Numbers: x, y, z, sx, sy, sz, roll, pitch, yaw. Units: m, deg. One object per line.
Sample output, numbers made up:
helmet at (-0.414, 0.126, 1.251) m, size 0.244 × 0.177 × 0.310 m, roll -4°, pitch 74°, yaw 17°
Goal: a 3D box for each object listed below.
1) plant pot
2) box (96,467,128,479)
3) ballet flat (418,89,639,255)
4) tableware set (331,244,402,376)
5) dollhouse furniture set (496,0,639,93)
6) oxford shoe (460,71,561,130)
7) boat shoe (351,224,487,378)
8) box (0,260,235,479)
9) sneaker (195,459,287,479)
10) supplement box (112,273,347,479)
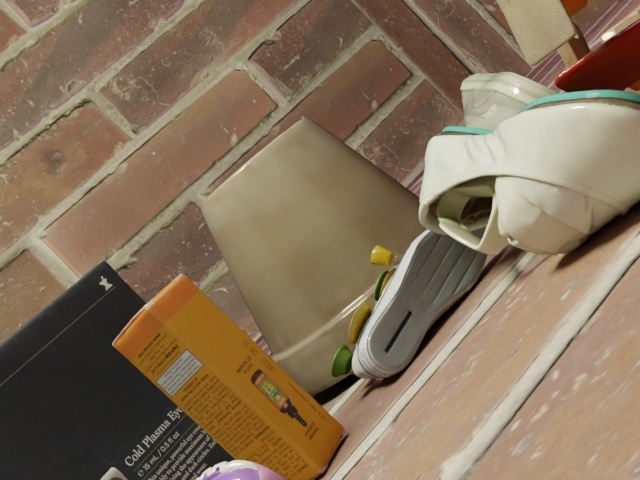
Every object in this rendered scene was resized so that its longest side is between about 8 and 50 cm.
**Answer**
plant pot at (0.000, 0.000, 1.296) m, size 0.323 × 0.280 × 0.323 m, roll -40°, pitch 3°, yaw 2°
box at (-0.152, 0.278, 0.508) m, size 0.087 × 0.169 × 0.290 m, roll -40°, pitch 2°, yaw 32°
ballet flat at (0.192, -0.046, 0.896) m, size 0.139 × 0.139 × 0.400 m, roll -45°, pitch 11°, yaw -10°
tableware set at (0.051, 0.082, 1.089) m, size 0.104 × 0.024 × 0.154 m, roll 21°, pitch -93°, yaw -65°
dollhouse furniture set at (0.299, -0.184, 0.734) m, size 0.259 × 0.135 × 0.262 m, roll -36°, pitch -28°, yaw 33°
oxford shoe at (0.274, -0.163, 1.433) m, size 0.449 × 0.169 × 0.130 m, roll -61°, pitch -6°, yaw -82°
boat shoe at (0.102, 0.059, 1.073) m, size 0.226 × 0.083 × 0.076 m, roll -46°, pitch 4°, yaw -28°
box at (-0.260, 0.256, 1.044) m, size 0.343 × 0.312 × 0.179 m, roll -46°, pitch 2°, yaw -43°
sneaker at (-0.105, 0.278, 0.780) m, size 0.236 × 0.095 × 0.104 m, roll -49°, pitch 7°, yaw 21°
supplement box at (-0.088, 0.146, 0.956) m, size 0.080 × 0.233 × 0.078 m, roll -47°, pitch 0°, yaw 32°
